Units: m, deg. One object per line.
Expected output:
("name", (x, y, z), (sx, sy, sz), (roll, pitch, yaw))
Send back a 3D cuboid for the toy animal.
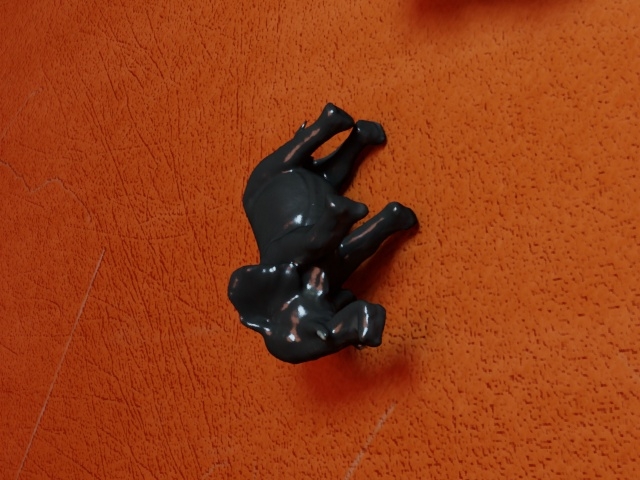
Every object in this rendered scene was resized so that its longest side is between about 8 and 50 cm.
("toy animal", (0.004, 0.003, 0.930), (0.146, 0.114, 0.245), (-41, 30, 29))
